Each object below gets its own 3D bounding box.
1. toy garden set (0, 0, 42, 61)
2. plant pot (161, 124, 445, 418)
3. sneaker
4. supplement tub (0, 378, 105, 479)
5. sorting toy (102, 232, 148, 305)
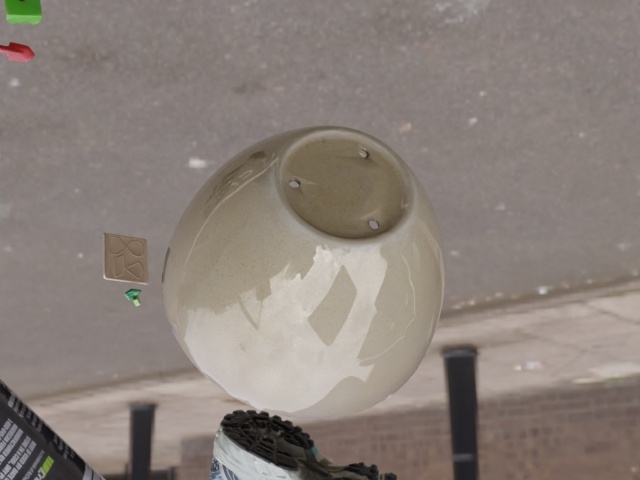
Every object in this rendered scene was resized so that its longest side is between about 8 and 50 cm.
[{"bbox_3d":[-0.472,-0.271,1.267,0.244,0.204,0.049,-4,161,-23],"label":"toy garden set"},{"bbox_3d":[0.000,0.000,0.975,0.284,0.284,0.191,2,146,-13],"label":"plant pot"},{"bbox_3d":[0.007,0.287,1.051,0.283,0.122,0.110,29,-155,19],"label":"sneaker"},{"bbox_3d":[-0.161,0.161,0.552,0.198,0.106,0.106,50,142,-16],"label":"supplement tub"},{"bbox_3d":[-0.228,0.034,1.196,0.062,0.083,0.012,12,154,-39],"label":"sorting toy"}]
